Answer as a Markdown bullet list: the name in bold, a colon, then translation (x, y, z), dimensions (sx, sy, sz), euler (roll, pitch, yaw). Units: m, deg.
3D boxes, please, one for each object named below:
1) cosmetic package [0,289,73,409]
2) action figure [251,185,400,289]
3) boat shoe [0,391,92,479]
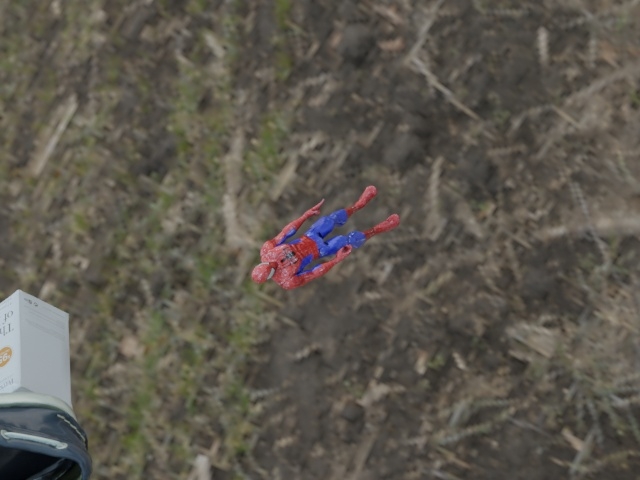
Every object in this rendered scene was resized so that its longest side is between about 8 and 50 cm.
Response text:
- **cosmetic package**: translation (-0.305, 0.143, 1.225), dimensions (0.239, 0.060, 0.099), euler (-34, 47, 25)
- **action figure**: translation (0.000, 0.000, 0.906), dimensions (0.038, 0.115, 0.030), euler (54, 141, 6)
- **boat shoe**: translation (-0.287, 0.165, 1.048), dimensions (0.079, 0.254, 0.095), euler (-134, 47, -61)
